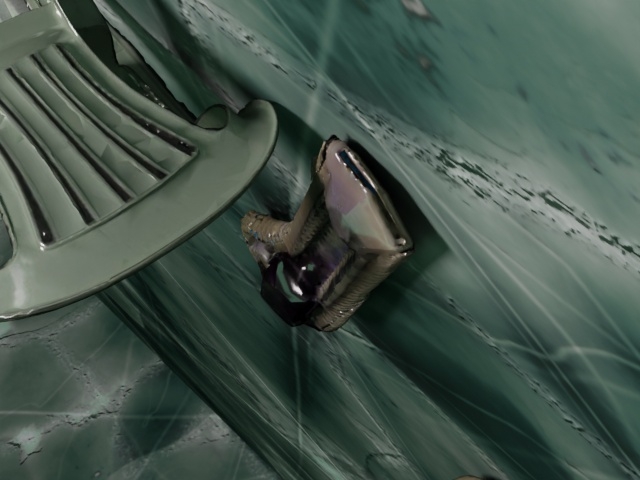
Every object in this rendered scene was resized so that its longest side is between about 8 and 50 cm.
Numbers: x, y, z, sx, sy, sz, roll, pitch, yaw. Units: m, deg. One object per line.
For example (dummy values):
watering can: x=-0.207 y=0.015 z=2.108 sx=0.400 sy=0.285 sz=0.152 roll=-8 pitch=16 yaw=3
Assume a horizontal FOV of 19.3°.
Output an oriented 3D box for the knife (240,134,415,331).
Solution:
knife: x=-0.004 y=0.005 z=1.003 sx=0.089 sy=0.043 sz=0.365 roll=46 pitch=170 yaw=0

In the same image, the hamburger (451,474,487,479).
hamburger: x=0.123 y=0.291 z=1.216 sx=0.302 sy=0.170 sz=0.302 roll=47 pitch=171 yaw=9

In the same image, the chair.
chair: x=-0.165 y=-0.074 z=0.935 sx=0.274 sy=0.203 sz=0.190 roll=51 pitch=160 yaw=8

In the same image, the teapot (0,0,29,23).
teapot: x=-0.270 y=-0.154 z=1.174 sx=0.178 sy=0.163 sz=0.221 roll=59 pitch=167 yaw=-23
